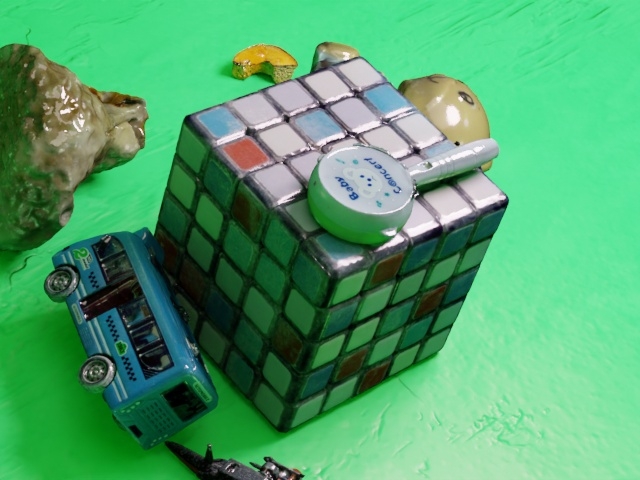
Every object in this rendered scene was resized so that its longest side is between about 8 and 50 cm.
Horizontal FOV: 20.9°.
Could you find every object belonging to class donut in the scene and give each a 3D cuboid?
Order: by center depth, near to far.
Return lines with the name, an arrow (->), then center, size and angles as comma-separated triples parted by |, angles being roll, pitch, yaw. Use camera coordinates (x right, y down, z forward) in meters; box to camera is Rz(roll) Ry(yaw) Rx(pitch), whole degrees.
donut -> -0.083, -0.245, 2.461 | 0.083, 0.038, 0.067 | -29, 63, -33

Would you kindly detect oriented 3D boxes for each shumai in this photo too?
shumai -> -0.313, -0.105, 2.134 | 0.222, 0.225, 0.260 | 17, 56, -30

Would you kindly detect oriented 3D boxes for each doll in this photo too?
doll -> 0.105, -0.156, 2.345 | 0.261, 0.161, 0.177 | 12, 22, -5

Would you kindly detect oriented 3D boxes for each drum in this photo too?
drum -> 0.106, -0.057, 1.906 | 0.253, 0.049, 0.130 | -6, 49, -25

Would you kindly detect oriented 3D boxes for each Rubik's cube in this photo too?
Rubik's cube -> 0.000, 0.000, 2.057 | 0.293, 0.287, 0.292 | -26, 58, -37

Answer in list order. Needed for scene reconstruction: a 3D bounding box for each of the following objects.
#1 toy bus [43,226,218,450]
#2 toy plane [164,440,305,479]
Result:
toy bus -> -0.214, 0.105, 1.969 | 0.134, 0.113, 0.246 | -28, 53, 1
toy plane -> -0.096, 0.265, 1.919 | 0.189, 0.061, 0.130 | 34, 46, 16
